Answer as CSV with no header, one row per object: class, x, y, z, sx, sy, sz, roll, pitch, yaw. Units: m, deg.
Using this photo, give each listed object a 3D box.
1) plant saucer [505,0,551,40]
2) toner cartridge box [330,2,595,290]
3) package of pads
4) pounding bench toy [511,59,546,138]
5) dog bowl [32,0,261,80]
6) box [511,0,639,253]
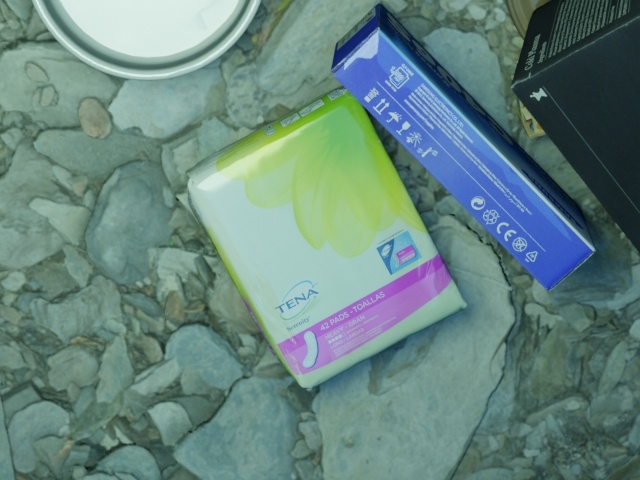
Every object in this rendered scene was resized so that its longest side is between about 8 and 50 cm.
plant saucer,0.350,-0.316,1.723,0.277,0.041,0.278,-1,100,-5
toner cartridge box,0.160,-0.109,1.674,0.075,0.165,0.348,-43,102,16
package of pads,0.000,0.000,1.718,0.229,0.101,0.297,-28,101,-1
pounding bench toy,0.254,-0.169,1.737,0.052,0.083,0.065,-17,133,0
dog bowl,-0.191,-0.313,1.639,0.264,0.104,0.265,-1,101,-6
box,0.436,-0.155,1.601,0.312,0.179,0.343,-27,114,32
